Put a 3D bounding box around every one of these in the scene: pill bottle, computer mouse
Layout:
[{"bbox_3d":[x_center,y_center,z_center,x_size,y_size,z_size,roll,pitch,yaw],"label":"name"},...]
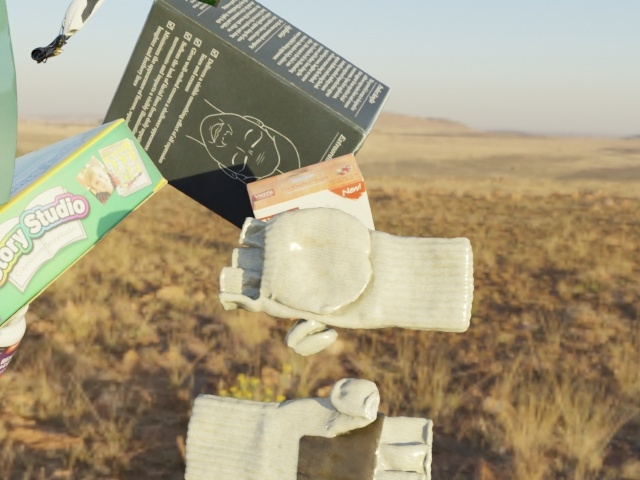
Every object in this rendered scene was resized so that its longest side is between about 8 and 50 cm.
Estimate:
[{"bbox_3d":[-0.589,0.168,1.546,0.108,0.193,0.108,25,32,-17],"label":"pill bottle"},{"bbox_3d":[-0.493,-0.431,1.717,0.106,0.193,0.042,-9,-45,49],"label":"computer mouse"}]

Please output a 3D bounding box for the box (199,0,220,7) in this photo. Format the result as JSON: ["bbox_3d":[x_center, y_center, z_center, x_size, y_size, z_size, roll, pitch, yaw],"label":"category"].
[{"bbox_3d":[-0.127,-0.429,0.997,0.127,0.261,0.231,18,1,-13],"label":"box"}]

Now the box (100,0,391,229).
[{"bbox_3d":[-0.129,-0.219,1.500,0.395,0.293,0.212,33,34,-3],"label":"box"}]

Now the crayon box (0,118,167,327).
[{"bbox_3d":[-0.406,0.017,1.024,0.313,0.106,0.363,-9,30,42],"label":"crayon box"}]

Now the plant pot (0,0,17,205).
[{"bbox_3d":[-0.370,-0.132,0.771,0.166,0.234,0.165,-8,8,5],"label":"plant pot"}]

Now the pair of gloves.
[{"bbox_3d":[0.002,0.093,0.674,0.204,0.240,0.042,11,-7,17],"label":"pair of gloves"}]

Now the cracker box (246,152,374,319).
[{"bbox_3d":[0.000,0.000,1.252,0.156,0.232,0.067,-17,43,-1],"label":"cracker box"}]
